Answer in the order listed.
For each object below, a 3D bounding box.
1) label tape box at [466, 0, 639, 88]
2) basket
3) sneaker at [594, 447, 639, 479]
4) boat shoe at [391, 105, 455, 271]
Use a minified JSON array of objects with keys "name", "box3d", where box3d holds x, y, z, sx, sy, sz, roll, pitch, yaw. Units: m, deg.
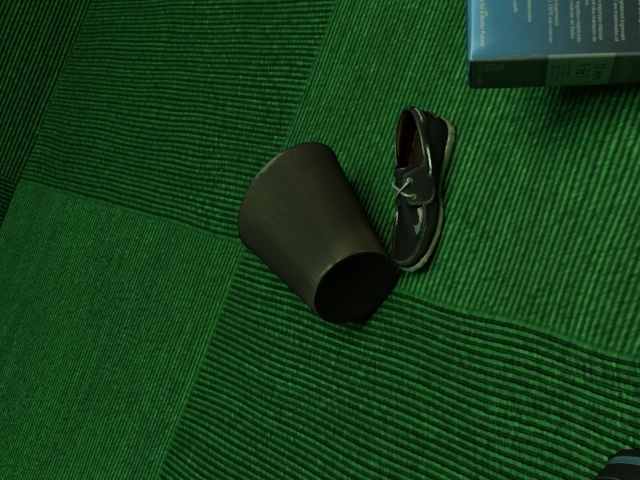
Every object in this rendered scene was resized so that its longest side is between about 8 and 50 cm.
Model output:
[{"name":"label tape box","box3d":[0.346,-0.315,1.301,0.347,0.115,0.249,0,78,7]},{"name":"basket","box3d":[0.000,0.000,1.589,0.204,0.154,0.227,-59,41,20]},{"name":"sneaker","box3d":[0.301,0.299,1.119,0.341,0.125,0.140,-39,18,34]},{"name":"boat shoe","box3d":[0.125,-0.072,1.532,0.084,0.079,0.233,-7,68,47]}]
